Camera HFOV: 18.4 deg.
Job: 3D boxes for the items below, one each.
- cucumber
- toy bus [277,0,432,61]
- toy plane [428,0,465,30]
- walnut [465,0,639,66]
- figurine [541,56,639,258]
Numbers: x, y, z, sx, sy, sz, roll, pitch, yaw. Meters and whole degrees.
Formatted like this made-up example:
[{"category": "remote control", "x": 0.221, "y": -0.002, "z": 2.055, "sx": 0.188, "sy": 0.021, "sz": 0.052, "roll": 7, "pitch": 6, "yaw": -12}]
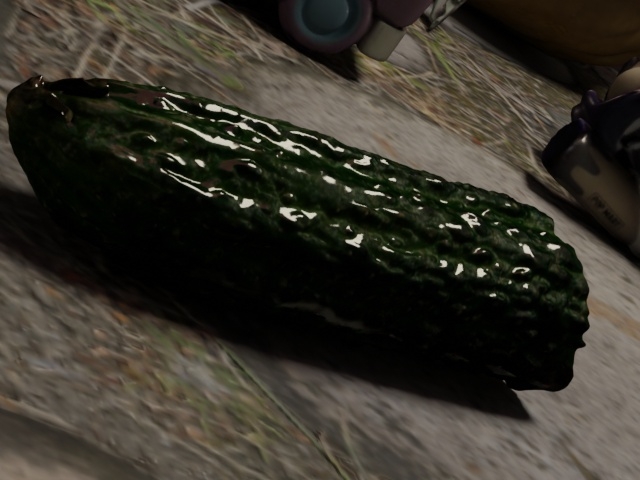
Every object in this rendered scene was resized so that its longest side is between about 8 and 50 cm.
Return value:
[{"category": "cucumber", "x": 0.001, "y": 0.000, "z": 0.714, "sx": 0.265, "sy": 0.077, "sz": 0.077, "roll": 15, "pitch": 26, "yaw": -43}, {"category": "toy bus", "x": -0.019, "y": -0.207, "z": 1.088, "sx": 0.202, "sy": 0.142, "sz": 0.142, "roll": 30, "pitch": 19, "yaw": -16}, {"category": "toy plane", "x": 0.009, "y": -0.274, "z": 1.353, "sx": 0.273, "sy": 0.182, "sz": 0.107, "roll": 33, "pitch": -14, "yaw": -10}, {"category": "walnut", "x": 0.184, "y": -0.300, "z": 1.480, "sx": 0.344, "sy": 0.306, "sz": 0.306, "roll": 48, "pitch": 20, "yaw": 16}, {"category": "figurine", "x": 0.229, "y": -0.053, "z": 1.188, "sx": 0.145, "sy": 0.145, "sz": 0.222, "roll": 37, "pitch": 27, "yaw": 6}]
